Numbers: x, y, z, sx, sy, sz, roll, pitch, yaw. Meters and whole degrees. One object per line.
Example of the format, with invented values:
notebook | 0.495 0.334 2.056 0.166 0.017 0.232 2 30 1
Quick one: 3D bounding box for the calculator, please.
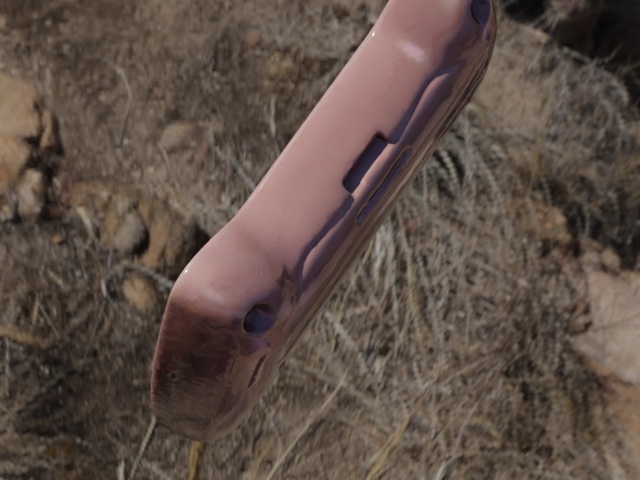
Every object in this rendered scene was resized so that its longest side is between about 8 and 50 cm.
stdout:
calculator | 0.000 0.000 0.615 0.048 0.330 0.220 34 77 3
